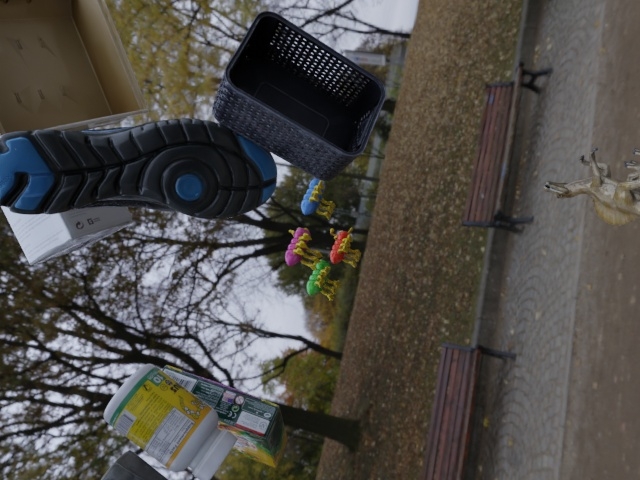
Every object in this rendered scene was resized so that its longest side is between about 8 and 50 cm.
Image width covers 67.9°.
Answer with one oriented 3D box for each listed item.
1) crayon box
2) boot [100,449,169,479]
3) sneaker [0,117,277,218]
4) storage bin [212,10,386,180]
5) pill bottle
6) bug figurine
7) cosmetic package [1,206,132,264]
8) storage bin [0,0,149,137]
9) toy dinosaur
[{"bbox_3d":[-0.293,0.536,1.427,0.313,0.363,0.106,89,-159,-50],"label":"crayon box"},{"bbox_3d":[-0.387,0.570,1.037,0.076,0.208,0.189,-56,-2,11],"label":"boot"},{"bbox_3d":[-0.228,-0.100,0.622,0.140,0.341,0.125,-145,58,-67],"label":"sneaker"},{"bbox_3d":[-0.026,-0.171,0.584,0.084,0.180,0.122,-32,33,63],"label":"storage bin"},{"bbox_3d":[-0.253,0.319,0.823,0.117,0.208,0.117,-55,-4,-5],"label":"pill bottle"},{"bbox_3d":[0.000,0.000,1.068,0.216,0.072,0.279,-65,-34,-28],"label":"bug figurine"},{"bbox_3d":[-0.601,-0.165,1.029,0.156,0.217,0.385,-28,-83,-54],"label":"cosmetic package"},{"bbox_3d":[-0.492,-0.315,0.837,0.262,0.123,0.260,-31,-71,-44],"label":"storage bin"},{"bbox_3d":[0.347,-0.053,0.538,0.183,0.053,0.092,44,149,49],"label":"toy dinosaur"}]
